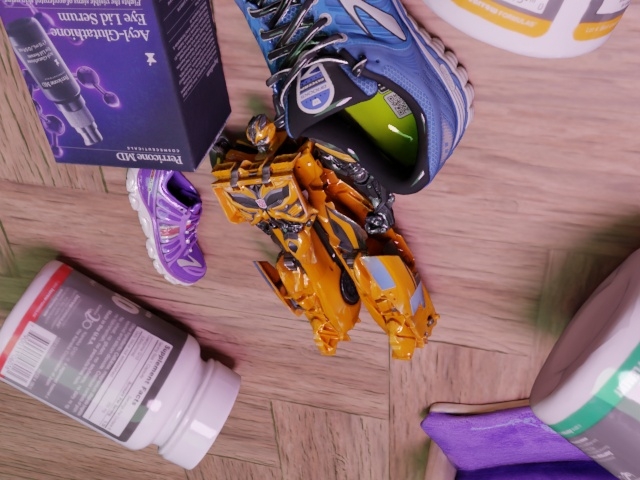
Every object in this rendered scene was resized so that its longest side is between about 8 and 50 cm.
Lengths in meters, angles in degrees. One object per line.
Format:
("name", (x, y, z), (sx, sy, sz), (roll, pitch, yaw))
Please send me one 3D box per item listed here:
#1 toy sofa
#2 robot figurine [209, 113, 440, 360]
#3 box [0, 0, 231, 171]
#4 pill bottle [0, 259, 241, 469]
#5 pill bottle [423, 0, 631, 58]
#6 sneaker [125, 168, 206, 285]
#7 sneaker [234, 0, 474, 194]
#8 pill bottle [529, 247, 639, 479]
("toy sofa", (0.291, 0.287, 0.971), (0.362, 0.150, 0.177), (-13, 126, 29))
("robot figurine", (0.000, 0.000, 0.846), (0.211, 0.085, 0.291), (-4, 132, 39))
("box", (-0.182, -0.176, 0.755), (0.153, 0.108, 0.207), (4, 131, 16))
("pill bottle", (-0.254, 0.160, 1.044), (0.283, 0.161, 0.161), (31, 133, -9))
("pill bottle", (0.167, -0.268, 0.513), (0.162, 0.162, 0.278), (21, 133, 1))
("sneaker", (-0.158, -0.019, 0.917), (0.071, 0.068, 0.170), (-4, 128, 16))
("sneaker", (0.006, -0.169, 0.667), (0.130, 0.147, 0.330), (-29, 115, 37))
("pill bottle", (0.393, 0.182, 0.750), (0.361, 0.204, 0.204), (36, 134, 7))
